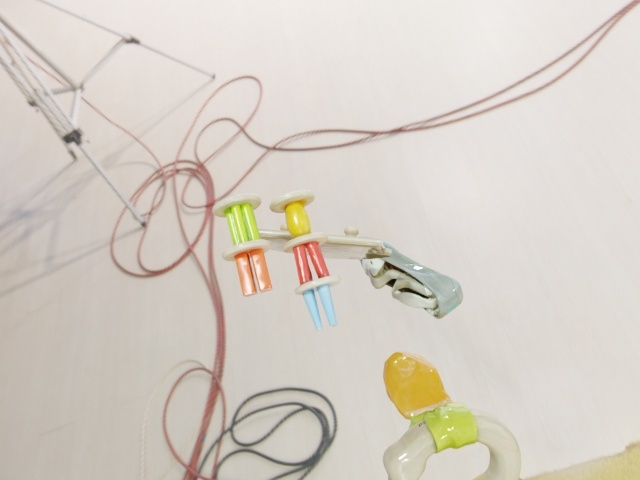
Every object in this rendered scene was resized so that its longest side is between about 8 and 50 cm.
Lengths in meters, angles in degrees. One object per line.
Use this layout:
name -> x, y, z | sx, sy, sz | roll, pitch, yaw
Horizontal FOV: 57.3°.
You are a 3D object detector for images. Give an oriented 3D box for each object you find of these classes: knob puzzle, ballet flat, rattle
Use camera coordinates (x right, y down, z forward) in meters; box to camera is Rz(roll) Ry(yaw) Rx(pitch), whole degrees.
knob puzzle -> 0.000, 0.000, 0.790 | 0.213, 0.213, 0.030 | 1, 81, 30
ballet flat -> 0.116, 0.054, 0.896 | 0.213, 0.072, 0.068 | 27, 53, 38
rattle -> 0.133, 0.228, 0.586 | 0.130, 0.199, 0.143 | -48, 23, -12

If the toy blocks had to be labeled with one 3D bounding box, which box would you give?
toy blocks -> -0.040, 0.026, 0.613 | 0.054, 0.123, 0.148 | -35, 68, 52
